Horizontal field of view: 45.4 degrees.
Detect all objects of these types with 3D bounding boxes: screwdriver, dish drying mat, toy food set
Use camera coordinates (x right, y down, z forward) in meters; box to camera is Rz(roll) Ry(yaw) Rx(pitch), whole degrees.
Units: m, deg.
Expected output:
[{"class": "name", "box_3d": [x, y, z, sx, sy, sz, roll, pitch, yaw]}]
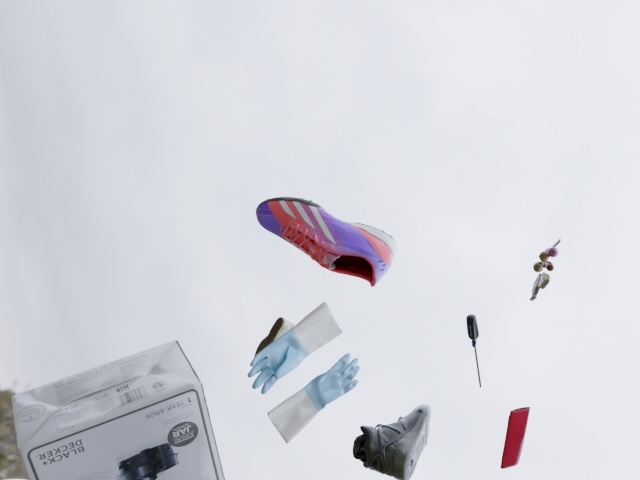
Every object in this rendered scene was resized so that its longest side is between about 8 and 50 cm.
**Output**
[{"class": "screwdriver", "box_3d": [0.307, 0.223, 1.527, 0.024, 0.025, 0.169, -85, 169, -68]}, {"class": "dish drying mat", "box_3d": [0.247, 0.250, 0.971, 0.008, 0.032, 0.083, -145, -125, -58]}, {"class": "toy food set", "box_3d": [0.419, 0.049, 1.435, 0.019, 0.122, 0.078, 28, -40, -1]}]

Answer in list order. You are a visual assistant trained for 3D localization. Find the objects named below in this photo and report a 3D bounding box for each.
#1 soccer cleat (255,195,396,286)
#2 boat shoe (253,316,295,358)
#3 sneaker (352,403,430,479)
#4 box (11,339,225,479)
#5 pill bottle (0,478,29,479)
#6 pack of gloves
[{"class": "soccer cleat", "box_3d": [0.000, 0.000, 1.625, 0.319, 0.116, 0.108, 20, -43, 7]}, {"class": "boat shoe", "box_3d": [-0.103, 0.234, 1.716, 0.135, 0.045, 0.050, -54, -152, 22]}, {"class": "sneaker", "box_3d": [0.143, 0.381, 1.504, 0.130, 0.227, 0.087, 8, -68, 23]}, {"class": "box", "box_3d": [-0.181, 0.262, 0.761, 0.087, 0.169, 0.289, 40, -36, 56]}, {"class": "pill bottle", "box_3d": [-0.441, 0.526, 1.097, 0.333, 0.188, 0.187, 59, -34, 35]}, {"class": "pack of gloves", "box_3d": [-0.022, 0.271, 1.560, 0.195, 0.232, 0.046, 59, -22, -14]}]
